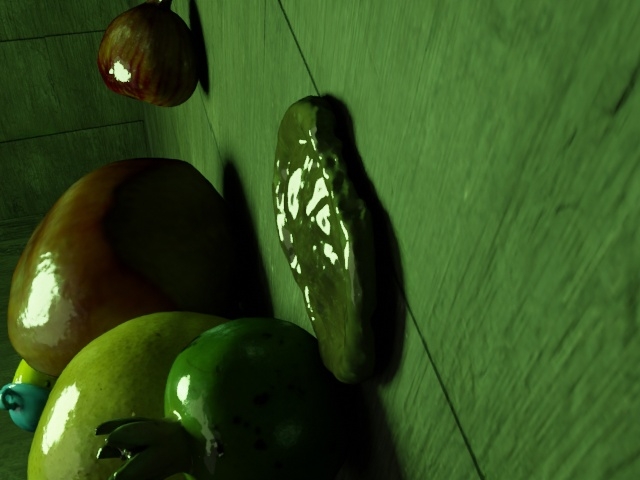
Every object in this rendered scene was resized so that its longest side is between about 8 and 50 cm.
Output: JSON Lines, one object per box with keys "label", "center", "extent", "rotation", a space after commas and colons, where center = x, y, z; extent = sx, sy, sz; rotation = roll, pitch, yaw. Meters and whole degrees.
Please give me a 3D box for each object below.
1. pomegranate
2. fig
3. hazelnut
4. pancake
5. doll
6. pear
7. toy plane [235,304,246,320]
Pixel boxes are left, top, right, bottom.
{"label": "pomegranate", "center": [-0.084, 0.167, 0.700], "extent": [0.187, 0.225, 0.186], "rotation": [33, 130, 52]}
{"label": "fig", "center": [-0.270, -0.327, 1.271], "extent": [0.175, 0.175, 0.207], "rotation": [-138, 54, -68]}
{"label": "hazelnut", "center": [-0.288, 0.055, 1.181], "extent": [0.366, 0.366, 0.365], "rotation": [170, 90, -76]}
{"label": "pancake", "center": [-0.001, 0.001, 0.633], "extent": [0.222, 0.042, 0.236], "rotation": [132, 126, -70]}
{"label": "doll", "center": [-0.403, 0.191, 1.339], "extent": [0.145, 0.363, 0.199], "rotation": [-23, 96, 36]}
{"label": "pear", "center": [-0.177, 0.230, 0.924], "extent": [0.314, 0.315, 0.314], "rotation": [170, 90, -76]}
{"label": "toy plane", "center": [-0.150, 0.194, 1.346], "extent": [0.096, 0.060, 0.235], "rotation": [47, 143, 42]}
